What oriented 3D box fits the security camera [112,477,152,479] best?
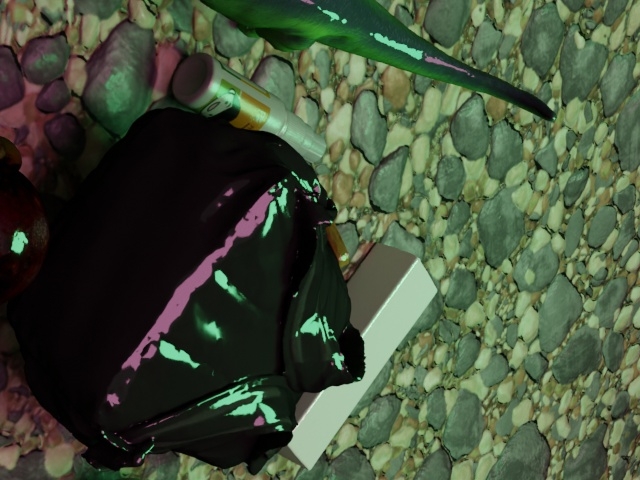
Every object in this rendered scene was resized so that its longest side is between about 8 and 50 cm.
[{"bbox_3d":[-0.190,0.367,1.379,0.236,0.194,0.194,36,78,-46],"label":"security camera"}]

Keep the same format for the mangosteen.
[{"bbox_3d":[-0.318,-0.025,1.106,0.172,0.172,0.184,48,50,-46],"label":"mangosteen"}]

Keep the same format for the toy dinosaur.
[{"bbox_3d":[0.008,-0.230,1.189,0.374,0.500,0.144,-42,154,-78],"label":"toy dinosaur"}]

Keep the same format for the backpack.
[{"bbox_3d":[-0.101,0.086,1.307,0.363,0.255,0.445,-55,154,-5],"label":"backpack"}]

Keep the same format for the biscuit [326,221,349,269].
[{"bbox_3d":[0.001,-0.001,1.487,0.023,0.118,0.140,-22,124,-22],"label":"biscuit"}]

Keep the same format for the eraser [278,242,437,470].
[{"bbox_3d":[0.031,0.145,1.608,0.298,0.076,0.078,-53,137,-18],"label":"eraser"}]

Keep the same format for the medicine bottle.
[{"bbox_3d":[-0.081,-0.128,1.397,0.092,0.061,0.221,-48,141,13],"label":"medicine bottle"}]
